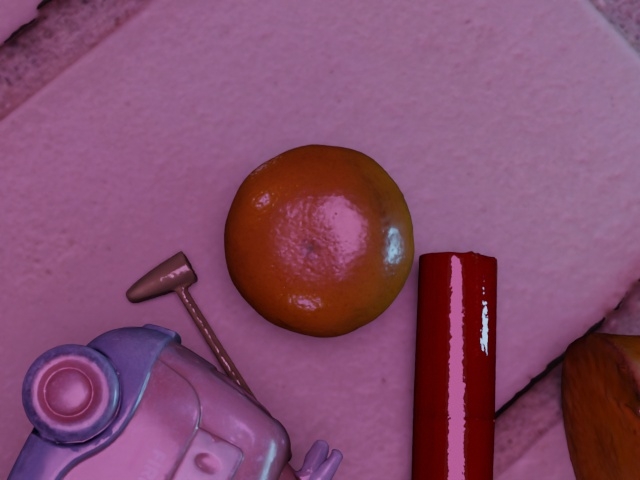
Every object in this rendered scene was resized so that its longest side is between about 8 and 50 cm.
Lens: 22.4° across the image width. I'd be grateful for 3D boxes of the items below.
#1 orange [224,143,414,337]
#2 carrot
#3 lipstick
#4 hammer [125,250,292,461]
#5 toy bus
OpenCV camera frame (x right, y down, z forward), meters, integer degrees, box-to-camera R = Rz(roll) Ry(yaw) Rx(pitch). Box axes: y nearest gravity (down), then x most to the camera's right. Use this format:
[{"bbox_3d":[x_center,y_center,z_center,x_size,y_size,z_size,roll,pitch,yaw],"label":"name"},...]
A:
[{"bbox_3d":[0.000,0.000,1.306,0.156,0.124,0.156,1,94,9],"label":"orange"},{"bbox_3d":[0.342,0.145,1.286,0.254,0.196,0.196,-9,83,-12],"label":"carrot"},{"bbox_3d":[0.109,0.150,1.319,0.073,0.073,0.279,3,82,-3],"label":"lipstick"},{"bbox_3d":[-0.088,0.106,1.336,0.060,0.028,0.195,-33,87,-2],"label":"hammer"},{"bbox_3d":[-0.138,0.219,1.223,0.232,0.197,0.294,26,80,4],"label":"toy bus"}]
